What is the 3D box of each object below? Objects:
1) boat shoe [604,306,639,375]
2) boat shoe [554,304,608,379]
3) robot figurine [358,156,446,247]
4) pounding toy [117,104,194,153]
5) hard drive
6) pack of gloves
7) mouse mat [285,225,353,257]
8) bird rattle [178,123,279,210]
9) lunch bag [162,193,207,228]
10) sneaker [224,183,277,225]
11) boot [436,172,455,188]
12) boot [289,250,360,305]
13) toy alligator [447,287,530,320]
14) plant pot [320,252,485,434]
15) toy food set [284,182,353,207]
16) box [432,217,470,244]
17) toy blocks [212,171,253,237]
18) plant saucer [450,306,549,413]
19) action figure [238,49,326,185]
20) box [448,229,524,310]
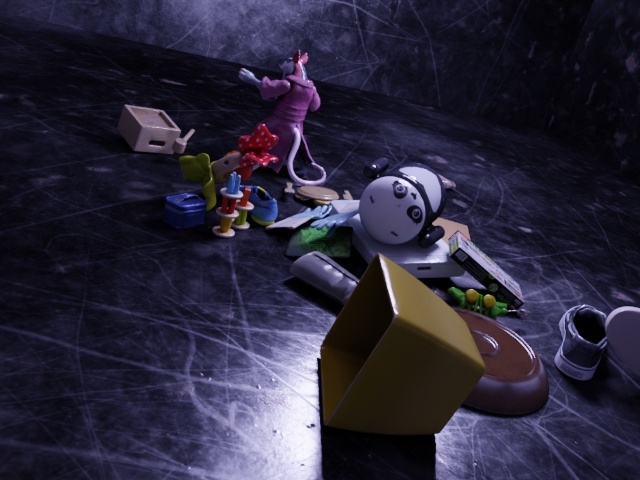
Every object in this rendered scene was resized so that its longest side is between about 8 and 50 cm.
[{"bbox_3d":[0.737,0.240,1.295,0.341,0.127,0.158,37,21,4],"label":"boat shoe"},{"bbox_3d":[0.578,0.191,1.349,0.108,0.102,0.301,26,26,22],"label":"boat shoe"},{"bbox_3d":[0.208,-0.096,1.527,0.209,0.173,0.278,17,26,25],"label":"robot figurine"},{"bbox_3d":[-0.460,-0.295,1.803,0.181,0.094,0.206,-1,37,-44],"label":"pounding toy"},{"bbox_3d":[0.186,-0.012,1.601,0.233,0.047,0.353,-1,28,-21],"label":"hard drive"},{"bbox_3d":[0.008,-0.046,1.555,0.195,0.046,0.232,-3,15,31],"label":"pack of gloves"},{"bbox_3d":[0.000,0.000,1.484,0.153,0.007,0.189,1,22,4],"label":"mouse mat"},{"bbox_3d":[-0.213,-0.196,1.535,0.143,0.254,0.207,58,8,0],"label":"bird rattle"},{"bbox_3d":[-0.307,-0.073,1.426,0.067,0.065,0.098,29,27,27],"label":"lunch bag"},{"bbox_3d":[-0.175,-0.115,1.585,0.069,0.082,0.209,-8,31,-39],"label":"sneaker"},{"bbox_3d":[0.437,-0.218,2.257,0.087,0.042,0.118,15,24,-18],"label":"boot"},{"bbox_3d":[0.067,0.088,1.315,0.209,0.076,0.190,26,23,39],"label":"boot"},{"bbox_3d":[0.370,0.154,1.373,0.190,0.056,0.051,18,66,2],"label":"toy alligator"},{"bbox_3d":[0.132,0.183,0.984,0.187,0.212,0.212,25,22,-12],"label":"plant pot"},{"bbox_3d":[-0.008,-0.124,1.776,0.192,0.038,0.132,8,17,-4],"label":"toy food set"},{"bbox_3d":[0.348,-0.020,1.774,0.165,0.021,0.201,16,23,2],"label":"box"},{"bbox_3d":[-0.193,-0.092,1.436,0.054,0.148,0.123,23,25,16],"label":"toy blocks"},{"bbox_3d":[0.297,0.212,1.198,0.311,0.050,0.310,14,24,-6],"label":"plant saucer"},{"bbox_3d":[-0.101,-0.382,1.859,0.248,0.370,0.276,-1,29,-33],"label":"action figure"},{"bbox_3d":[0.393,0.071,1.478,0.207,0.036,0.114,40,22,-6],"label":"box"}]
